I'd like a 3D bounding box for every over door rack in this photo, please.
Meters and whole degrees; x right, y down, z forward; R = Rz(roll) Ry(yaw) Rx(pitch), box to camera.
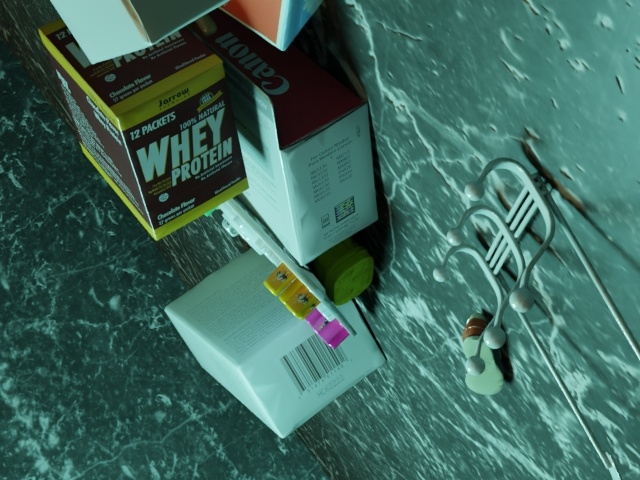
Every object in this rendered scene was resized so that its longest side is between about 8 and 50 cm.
[{"bbox_3d":[0.229,0.103,0.997,0.324,0.108,0.239,51,165,16],"label":"over door rack"}]

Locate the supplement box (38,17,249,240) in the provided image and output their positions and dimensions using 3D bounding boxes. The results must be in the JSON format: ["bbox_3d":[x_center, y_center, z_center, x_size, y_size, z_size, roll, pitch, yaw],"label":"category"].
[{"bbox_3d":[-0.195,-0.146,1.170,0.191,0.129,0.194,46,157,35],"label":"supplement box"}]

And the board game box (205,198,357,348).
[{"bbox_3d":[-0.115,-0.009,1.530,0.390,0.050,0.390,45,177,15],"label":"board game box"}]

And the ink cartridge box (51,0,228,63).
[{"bbox_3d":[-0.043,-0.251,0.707,0.129,0.307,0.223,61,164,-16],"label":"ink cartridge box"}]

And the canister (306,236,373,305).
[{"bbox_3d":[0.000,0.000,1.549,0.170,0.073,0.126,52,166,21],"label":"canister"}]

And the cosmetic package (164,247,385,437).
[{"bbox_3d":[-0.098,0.169,1.903,0.161,0.230,0.453,61,165,-21],"label":"cosmetic package"}]

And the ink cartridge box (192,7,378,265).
[{"bbox_3d":[-0.075,-0.171,1.307,0.309,0.130,0.272,44,156,35],"label":"ink cartridge box"}]

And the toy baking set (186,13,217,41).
[{"bbox_3d":[-0.163,-0.247,1.187,0.256,0.030,0.197,55,161,13],"label":"toy baking set"}]

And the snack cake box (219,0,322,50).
[{"bbox_3d":[-0.062,-0.312,0.979,0.152,0.089,0.264,33,161,5],"label":"snack cake box"}]

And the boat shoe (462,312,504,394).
[{"bbox_3d":[0.201,0.145,1.293,0.137,0.049,0.043,69,-157,-47],"label":"boat shoe"}]
